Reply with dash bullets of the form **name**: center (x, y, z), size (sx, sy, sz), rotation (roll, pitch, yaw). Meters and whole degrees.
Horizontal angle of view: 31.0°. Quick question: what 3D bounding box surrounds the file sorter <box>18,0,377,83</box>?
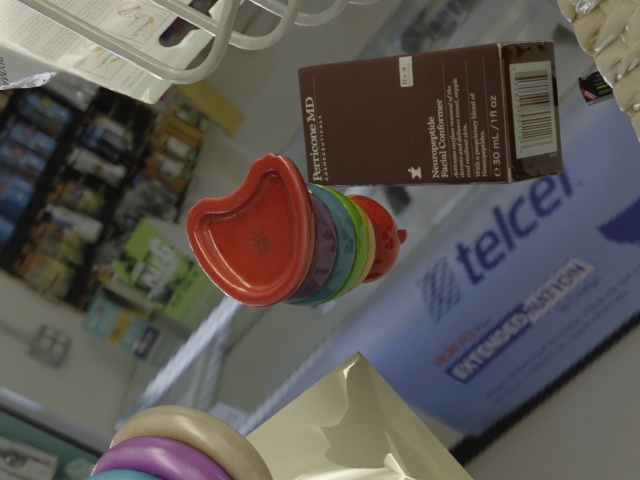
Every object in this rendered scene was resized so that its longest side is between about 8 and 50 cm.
- **file sorter**: center (-0.038, -0.222, 0.632), size (0.278, 0.193, 0.173), rotation (-36, -29, -52)

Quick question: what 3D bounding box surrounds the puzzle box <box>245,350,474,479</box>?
- **puzzle box**: center (-0.030, 0.356, 1.440), size (0.409, 0.052, 0.272), rotation (-36, 55, -8)

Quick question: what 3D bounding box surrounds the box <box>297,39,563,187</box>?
- **box**: center (0.150, -0.178, 1.666), size (0.381, 0.143, 0.191), rotation (1, 99, 46)

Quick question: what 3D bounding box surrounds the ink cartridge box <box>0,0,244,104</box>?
- **ink cartridge box**: center (-0.177, -0.184, 0.904), size (0.189, 0.232, 0.066), rotation (-56, -17, -32)

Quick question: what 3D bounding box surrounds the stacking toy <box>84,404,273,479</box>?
- **stacking toy**: center (-0.157, 0.245, 0.740), size (0.141, 0.141, 0.330), rotation (-48, -2, 35)

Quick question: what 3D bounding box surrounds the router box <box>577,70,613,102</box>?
- **router box**: center (0.418, -0.223, 1.581), size (0.123, 0.038, 0.092), rotation (-17, -1, 16)

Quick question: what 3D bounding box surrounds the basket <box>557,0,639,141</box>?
- **basket**: center (0.371, -0.253, 0.897), size (0.267, 0.328, 0.331), rotation (-20, -16, -33)

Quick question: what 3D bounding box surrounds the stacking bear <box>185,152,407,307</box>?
- **stacking bear**: center (0.000, 0.000, 1.461), size (0.175, 0.289, 0.164), rotation (-33, 73, 29)
